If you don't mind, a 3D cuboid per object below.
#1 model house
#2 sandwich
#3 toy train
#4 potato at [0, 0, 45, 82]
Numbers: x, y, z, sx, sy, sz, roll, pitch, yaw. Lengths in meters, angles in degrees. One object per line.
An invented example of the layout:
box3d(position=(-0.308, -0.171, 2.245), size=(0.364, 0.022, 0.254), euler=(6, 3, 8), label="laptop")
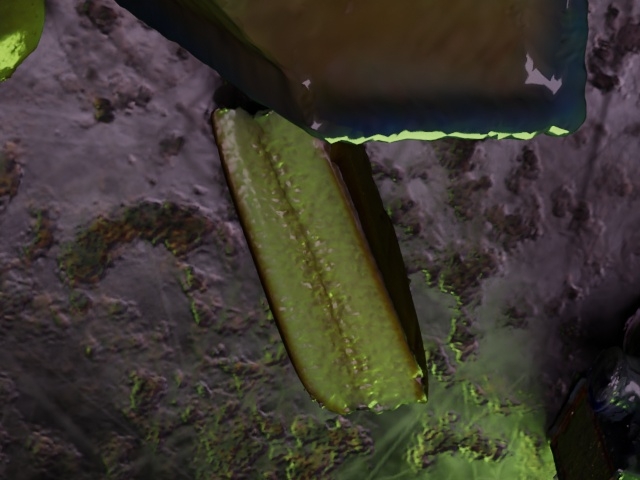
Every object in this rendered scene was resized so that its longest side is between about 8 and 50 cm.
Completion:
box3d(position=(0.025, -0.266, 0.797), size=(0.382, 0.334, 0.342), euler=(-50, 130, -1), label="model house")
box3d(position=(0.000, 0.000, 1.013), size=(0.090, 0.088, 0.244), euler=(-16, 118, 10), label="sandwich")
box3d(position=(0.291, 0.148, 1.085), size=(0.260, 0.134, 0.177), euler=(18, 119, -12), label="toy train")
box3d(position=(-0.239, -0.120, 0.933), size=(0.188, 0.085, 0.105), euler=(-40, 110, 16), label="potato")
